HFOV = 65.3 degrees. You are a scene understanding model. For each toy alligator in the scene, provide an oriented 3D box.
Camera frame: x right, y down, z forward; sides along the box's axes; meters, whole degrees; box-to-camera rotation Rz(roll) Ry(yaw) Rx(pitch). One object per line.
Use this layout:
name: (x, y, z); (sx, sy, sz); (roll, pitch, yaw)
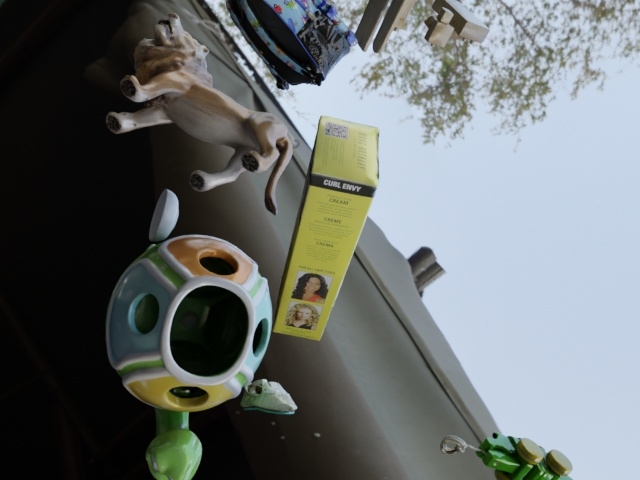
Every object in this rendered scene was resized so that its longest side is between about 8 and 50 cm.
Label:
toy alligator: (0.217, 0.244, 0.572); (0.051, 0.190, 0.056); (-87, -158, -66)

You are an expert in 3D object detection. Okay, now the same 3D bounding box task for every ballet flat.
ballet flat: (-0.092, 0.258, 0.832); (0.168, 0.057, 0.052); (-23, -119, 54)

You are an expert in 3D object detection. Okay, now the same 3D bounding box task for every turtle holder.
turtle holder: (-0.200, 0.145, 0.716); (0.320, 0.243, 0.227); (-54, -162, -17)

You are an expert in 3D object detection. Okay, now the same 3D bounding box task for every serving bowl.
serving bowl: (-0.238, -0.036, 0.771); (0.083, 0.027, 0.083); (-40, -139, 46)

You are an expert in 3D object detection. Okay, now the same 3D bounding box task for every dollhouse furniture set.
dollhouse furniture set: (0.166, -0.353, 0.854); (0.123, 0.151, 0.144); (-61, -146, 37)

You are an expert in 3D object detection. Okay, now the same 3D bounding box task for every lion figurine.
lion figurine: (-0.171, -0.203, 0.817); (0.392, 0.240, 0.142); (40, -53, 4)

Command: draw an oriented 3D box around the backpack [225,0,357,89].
backpack: (-0.051, -0.330, 0.762); (0.117, 0.173, 0.158); (-50, -151, -9)

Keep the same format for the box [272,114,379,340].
box: (0.000, 0.000, 0.494); (0.058, 0.232, 0.087); (11, -133, -5)
